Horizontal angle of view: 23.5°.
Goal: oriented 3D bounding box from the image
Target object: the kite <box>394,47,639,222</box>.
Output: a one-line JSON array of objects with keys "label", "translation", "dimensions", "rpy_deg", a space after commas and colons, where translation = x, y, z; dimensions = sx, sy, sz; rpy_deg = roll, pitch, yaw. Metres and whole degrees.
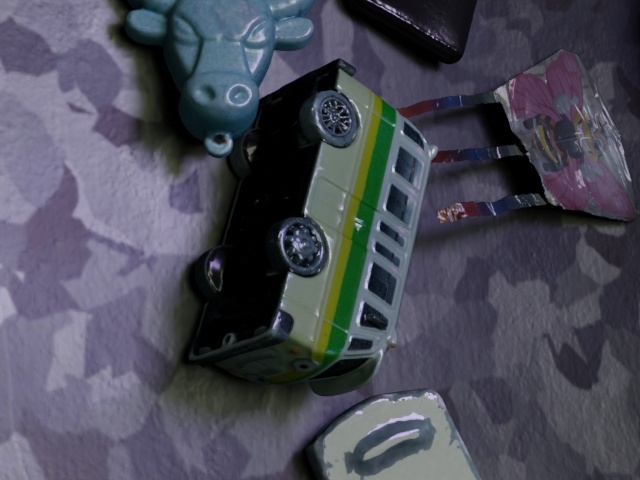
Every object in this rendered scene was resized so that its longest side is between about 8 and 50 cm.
[{"label": "kite", "translation": [0.215, -0.093, 1.575], "dimensions": [0.360, 0.022, 0.204], "rpy_deg": [-15, 82, -47]}]

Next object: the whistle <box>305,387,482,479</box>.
[{"label": "whistle", "translation": [0.133, 0.325, 1.342], "dimensions": [0.168, 0.188, 0.404], "rpy_deg": [-22, 55, -23]}]

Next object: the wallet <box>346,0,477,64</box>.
[{"label": "wallet", "translation": [0.109, -0.311, 1.585], "dimensions": [0.149, 0.044, 0.250], "rpy_deg": [26, 62, -21]}]

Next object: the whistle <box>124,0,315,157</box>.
[{"label": "whistle", "translation": [-0.090, -0.201, 1.381], "dimensions": [0.186, 0.093, 0.273], "rpy_deg": [1, 70, -8]}]

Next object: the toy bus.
[{"label": "toy bus", "translation": [0.000, 0.000, 1.354], "dimensions": [0.165, 0.134, 0.276], "rpy_deg": [30, 59, -29]}]
